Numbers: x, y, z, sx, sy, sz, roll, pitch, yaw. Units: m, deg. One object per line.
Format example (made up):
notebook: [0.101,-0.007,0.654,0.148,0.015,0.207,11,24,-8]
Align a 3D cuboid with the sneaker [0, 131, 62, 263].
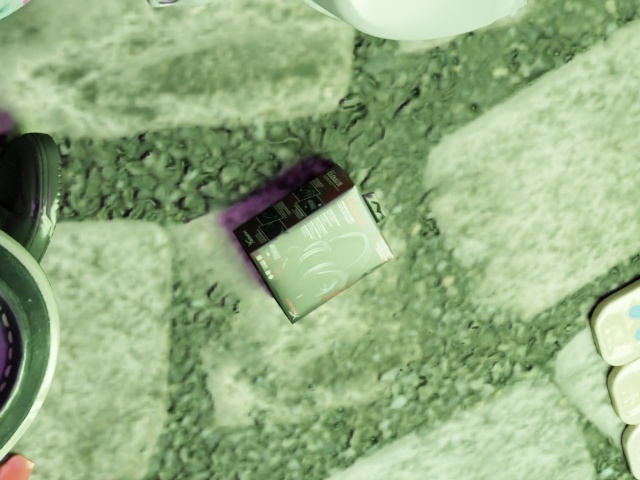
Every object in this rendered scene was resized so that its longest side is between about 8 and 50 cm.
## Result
sneaker: [-0.204,0.016,0.990,0.089,0.051,0.170,7,117,-33]

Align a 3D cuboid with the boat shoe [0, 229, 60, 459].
boat shoe: [-0.334,0.128,0.836,0.500,0.156,0.187,-23,103,-27]

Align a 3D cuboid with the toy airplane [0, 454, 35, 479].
toy airplane: [-0.175,0.190,1.117,0.151,0.028,0.151,-12,121,-21]

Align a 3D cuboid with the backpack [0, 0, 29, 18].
backpack: [-0.180,-0.187,0.832,0.152,0.115,0.182,-32,140,-39]

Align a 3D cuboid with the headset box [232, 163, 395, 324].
headset box: [0.000,0.000,1.091,0.083,0.032,0.062,-32,126,-4]

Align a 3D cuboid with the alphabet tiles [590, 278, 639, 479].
alphabet tiles: [0.324,0.051,1.284,0.278,0.021,0.284,-27,125,-10]

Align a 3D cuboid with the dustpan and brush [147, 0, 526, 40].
dustpan and brush: [0.010,-0.157,1.000,0.211,0.060,0.147,-25,138,-19]
